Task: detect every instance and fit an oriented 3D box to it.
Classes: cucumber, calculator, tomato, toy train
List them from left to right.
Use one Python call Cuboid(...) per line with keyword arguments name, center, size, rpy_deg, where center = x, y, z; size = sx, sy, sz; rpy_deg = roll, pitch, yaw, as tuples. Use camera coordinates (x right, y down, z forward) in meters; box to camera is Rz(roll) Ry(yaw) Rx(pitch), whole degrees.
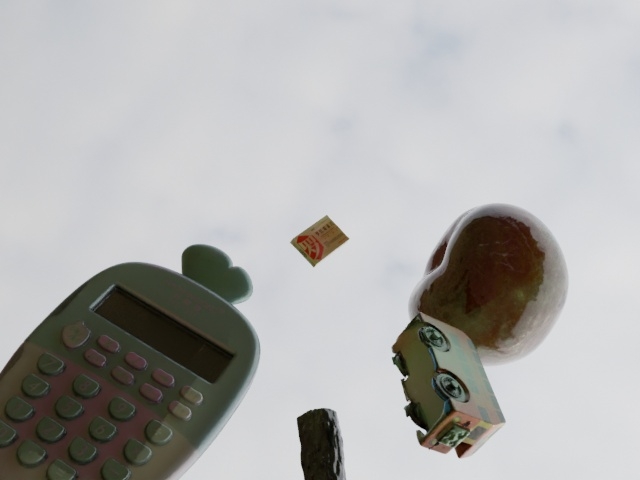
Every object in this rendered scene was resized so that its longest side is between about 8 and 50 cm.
Cuboid(name="calculator", center=(-0.159, 0.111, 0.627), size=(0.185, 0.041, 0.299), rpy_deg=(28, -132, 9))
Cuboid(name="cucumber", center=(0.016, 0.357, 1.072), size=(0.062, 0.078, 0.211), rpy_deg=(-26, -135, 13))
Cuboid(name="toy train", center=(0.148, 0.167, 0.856), size=(0.072, 0.099, 0.188), rpy_deg=(-57, -157, 27))
Cuboid(name="tomato", center=(0.278, 0.078, 1.150), size=(0.222, 0.270, 0.270), rpy_deg=(31, -85, -2))

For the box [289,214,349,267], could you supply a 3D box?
Cuboid(name="box", center=(0.000, 0.000, 1.173), size=(0.058, 0.093, 0.015), rpy_deg=(45, -43, 9))
